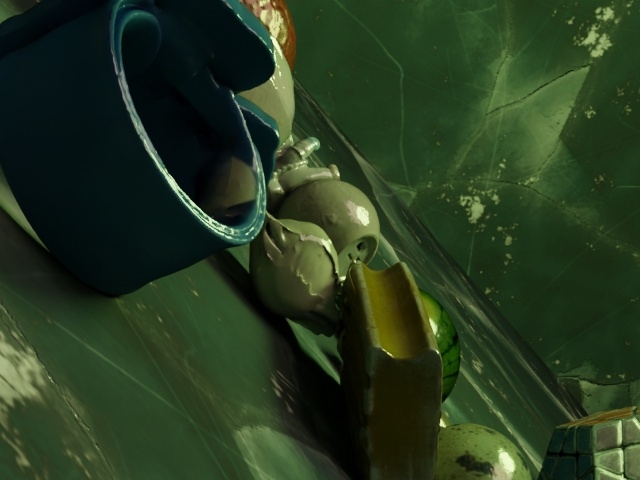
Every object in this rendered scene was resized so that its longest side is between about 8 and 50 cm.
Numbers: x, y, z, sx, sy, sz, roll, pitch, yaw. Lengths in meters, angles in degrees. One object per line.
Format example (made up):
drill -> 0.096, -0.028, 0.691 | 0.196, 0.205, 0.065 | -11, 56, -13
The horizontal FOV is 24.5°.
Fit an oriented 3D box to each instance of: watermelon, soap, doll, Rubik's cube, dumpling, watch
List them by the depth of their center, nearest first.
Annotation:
watch -> -0.148, -0.071, 1.293 | 0.305, 0.241, 0.274 | 49, 25, -34
soap -> 0.073, 0.141, 1.630 | 0.274, 0.089, 0.173 | -100, -167, -71
dumpling -> -0.038, 0.030, 1.718 | 0.188, 0.108, 0.127 | 59, -15, -25
doll -> -0.042, -0.068, 2.020 | 0.287, 0.151, 0.151 | 48, 6, 26
watermelon -> 0.118, 0.130, 2.036 | 0.204, 0.127, 0.232 | 48, 4, -3
Rubik's cube -> 0.510, 0.413, 2.410 | 0.264, 0.319, 0.319 | 16, 22, -19

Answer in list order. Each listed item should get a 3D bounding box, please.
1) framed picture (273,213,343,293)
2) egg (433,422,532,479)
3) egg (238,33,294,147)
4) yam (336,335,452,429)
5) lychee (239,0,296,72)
framed picture -> 0.000, 0.000, 2.297 | 0.211, 0.020, 0.289 | 51, 8, -2
egg -> 0.164, 0.277, 1.615 | 0.141, 0.141, 0.182 | 50, 5, -13
egg -> -0.153, -0.177, 1.486 | 0.271, 0.206, 0.162 | 39, -17, 0
yam -> 0.139, 0.256, 1.785 | 0.371, 0.083, 0.083 | 57, 10, 24
lychee -> -0.148, -0.254, 1.818 | 0.255, 0.255, 0.300 | 49, 48, -18
